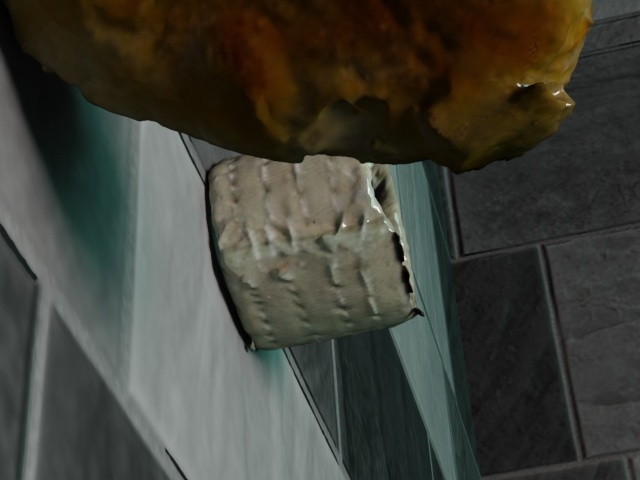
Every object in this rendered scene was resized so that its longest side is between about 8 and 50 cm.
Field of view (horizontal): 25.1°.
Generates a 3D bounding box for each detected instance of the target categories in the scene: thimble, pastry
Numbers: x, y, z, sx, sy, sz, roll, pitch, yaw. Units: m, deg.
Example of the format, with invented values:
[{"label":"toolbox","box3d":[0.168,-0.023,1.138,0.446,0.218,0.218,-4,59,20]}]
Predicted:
[{"label":"thimble","box3d":[0.000,0.000,0.737,0.115,0.090,0.102,48,32,-75]},{"label":"pastry","box3d":[-0.001,-0.120,0.464,0.229,0.218,0.100,48,18,-14]}]
